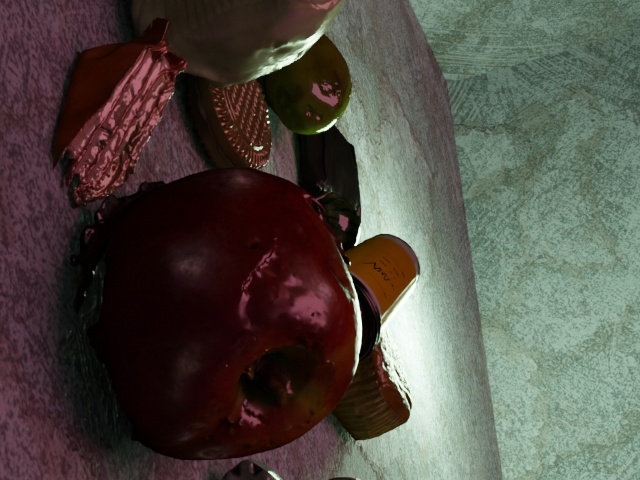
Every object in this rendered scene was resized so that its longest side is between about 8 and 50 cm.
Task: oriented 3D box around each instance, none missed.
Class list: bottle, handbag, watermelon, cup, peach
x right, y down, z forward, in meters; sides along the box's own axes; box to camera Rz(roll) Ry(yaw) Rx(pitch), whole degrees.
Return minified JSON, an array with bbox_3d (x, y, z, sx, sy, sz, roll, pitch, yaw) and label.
[{"bbox_3d":[-0.078,0.395,1.659,0.269,0.083,0.083,67,16,-61],"label":"bottle"},{"bbox_3d":[0.019,-0.165,2.424,0.223,0.080,0.247,50,30,-55],"label":"handbag"},{"bbox_3d":[0.000,-0.034,2.155,0.187,0.141,0.140,43,36,-60],"label":"watermelon"},{"bbox_3d":[0.067,0.098,2.068,0.280,0.196,0.196,-39,115,-50],"label":"cup"},{"bbox_3d":[-0.126,0.083,1.423,0.416,0.353,0.339,41,-30,55],"label":"peach"}]

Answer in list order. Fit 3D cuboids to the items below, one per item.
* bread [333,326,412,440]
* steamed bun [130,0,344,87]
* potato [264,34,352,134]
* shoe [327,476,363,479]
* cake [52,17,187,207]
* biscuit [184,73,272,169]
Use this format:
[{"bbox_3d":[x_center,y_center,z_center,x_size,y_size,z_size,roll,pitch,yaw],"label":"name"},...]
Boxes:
[{"bbox_3d":[0.091,0.268,2.205,0.253,0.142,0.227,54,20,-48],"label":"bread"},{"bbox_3d":[-0.113,-0.398,1.701,0.247,0.352,0.339,22,52,-59],"label":"steamed bun"},{"bbox_3d":[-0.023,-0.324,2.245,0.148,0.186,0.253,122,-32,-51],"label":"potato"},{"bbox_3d":[0.034,0.541,1.710,0.198,0.172,0.351,31,52,-65],"label":"shoe"},{"bbox_3d":[-0.282,-0.167,1.456,0.098,0.135,0.287,64,40,-49],"label":"cake"},{"bbox_3d":[-0.155,-0.225,1.903,0.259,0.079,0.259,-16,90,-73],"label":"biscuit"}]
